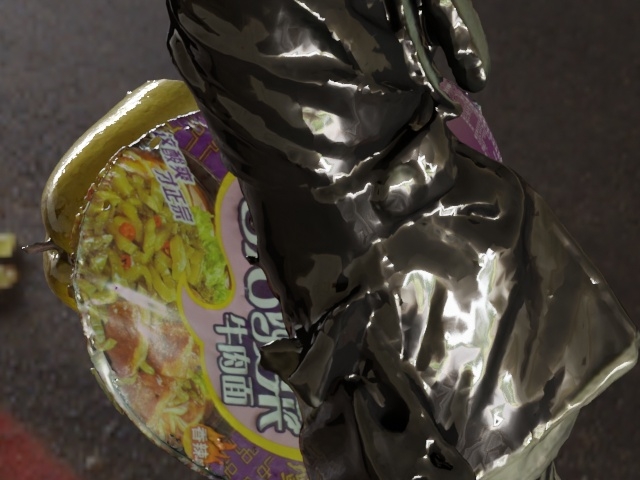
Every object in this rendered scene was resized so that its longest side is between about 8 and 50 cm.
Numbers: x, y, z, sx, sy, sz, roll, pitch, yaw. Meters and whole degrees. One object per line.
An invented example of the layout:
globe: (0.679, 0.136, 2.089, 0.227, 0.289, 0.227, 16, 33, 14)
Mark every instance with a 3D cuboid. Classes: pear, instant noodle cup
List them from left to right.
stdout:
pear: (-0.191, -0.022, 1.621, 0.267, 0.267, 0.178, 31, 25, 31)
instant noodle cup: (0.000, 0.000, 1.335, 0.339, 0.340, 0.266, 13, 28, 10)

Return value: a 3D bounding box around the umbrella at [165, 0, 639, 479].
umbrella: (0.017, -0.014, 0.497, 0.106, 0.358, 0.113, 9, 38, 35)
